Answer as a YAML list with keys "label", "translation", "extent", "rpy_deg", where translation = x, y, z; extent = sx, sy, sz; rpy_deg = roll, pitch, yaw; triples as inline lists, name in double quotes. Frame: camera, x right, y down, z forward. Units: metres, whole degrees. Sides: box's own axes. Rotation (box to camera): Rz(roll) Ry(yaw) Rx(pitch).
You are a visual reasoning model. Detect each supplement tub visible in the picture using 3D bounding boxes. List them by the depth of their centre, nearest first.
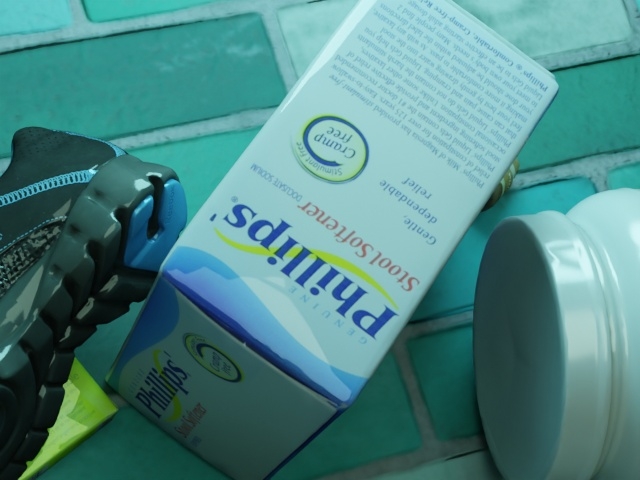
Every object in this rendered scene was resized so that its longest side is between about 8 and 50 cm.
- label: "supplement tub"
  translation: [0.301, 0.078, 1.182]
  extent: [0.331, 0.241, 0.241]
  rpy_deg: [-2, 71, -13]

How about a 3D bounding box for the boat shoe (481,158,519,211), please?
- label: "boat shoe"
  translation: [0.087, -0.110, 1.300]
  extent: [0.190, 0.068, 0.072]
  rpy_deg: [48, 53, -6]

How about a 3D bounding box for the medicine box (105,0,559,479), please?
- label: "medicine box"
  translation: [0.000, 0.000, 1.118]
  extent: [0.149, 0.263, 0.289]
  rpy_deg: [35, 65, -1]

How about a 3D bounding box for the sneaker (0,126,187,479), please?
- label: "sneaker"
  translation: [-0.238, 0.067, 1.082]
  extent: [0.140, 0.125, 0.341]
  rpy_deg: [28, 65, 25]

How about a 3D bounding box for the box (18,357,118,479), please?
- label: "box"
  translation: [-0.244, 0.089, 1.140]
  extent: [0.109, 0.042, 0.178]
  rpy_deg: [-37, 83, -25]
